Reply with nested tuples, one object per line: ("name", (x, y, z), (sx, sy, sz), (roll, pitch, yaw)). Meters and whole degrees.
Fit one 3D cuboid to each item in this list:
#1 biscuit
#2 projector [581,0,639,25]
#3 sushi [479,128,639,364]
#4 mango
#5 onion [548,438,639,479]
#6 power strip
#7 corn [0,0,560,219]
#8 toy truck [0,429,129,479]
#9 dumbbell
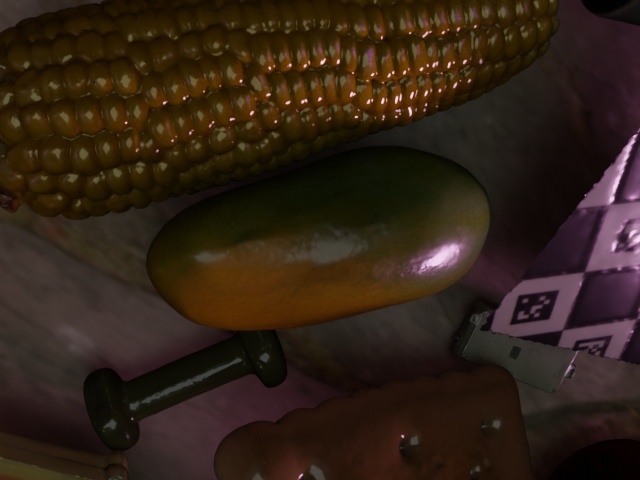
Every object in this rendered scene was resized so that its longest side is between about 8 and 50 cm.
("biscuit", (0.065, 0.241, 0.442), (0.217, 0.044, 0.324), (-6, 83, -31))
("projector", (0.319, -0.149, 0.459), (0.338, 0.108, 0.108), (8, 104, -14))
("sushi", (0.257, -0.041, 0.461), (0.264, 0.050, 0.290), (14, 126, -28))
("mango", (0.001, 0.000, 0.430), (0.191, 0.122, 0.085), (-8, 81, -15))
("onion", (0.208, 0.197, 0.522), (0.131, 0.131, 0.131), (-3, 106, -11))
("power strip", (0.131, 0.072, 0.530), (0.090, 0.016, 0.040), (22, 100, -18))
("corn", (-0.025, -0.086, 0.409), (0.305, 0.106, 0.106), (-15, 108, -10))
("toy truck", (-0.120, 0.201, 0.457), (0.272, 0.124, 0.157), (21, 106, -17))
("dumbbell", (-0.079, 0.081, 0.470), (0.118, 0.052, 0.046), (-23, 149, -5))
